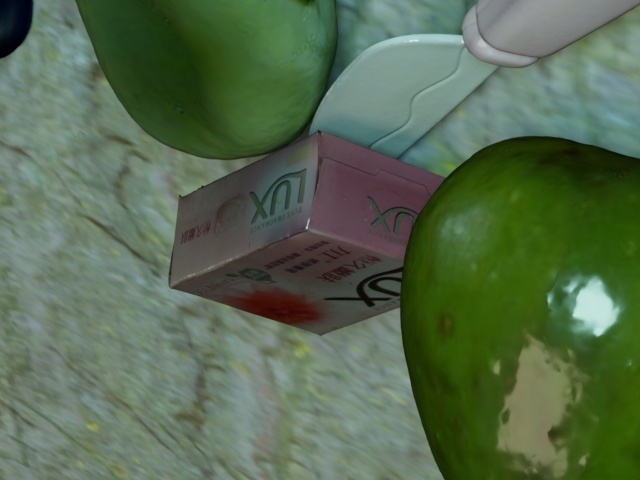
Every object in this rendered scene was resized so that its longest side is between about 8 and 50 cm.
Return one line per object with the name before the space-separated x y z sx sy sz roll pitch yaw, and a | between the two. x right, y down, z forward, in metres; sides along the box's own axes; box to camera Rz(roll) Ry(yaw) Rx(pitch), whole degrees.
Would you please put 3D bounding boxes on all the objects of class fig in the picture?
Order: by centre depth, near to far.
fig | 0.121 0.052 0.872 0.181 0.191 0.181 14 167 3

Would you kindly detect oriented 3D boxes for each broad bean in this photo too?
broad bean | -0.059 -0.131 0.940 0.169 0.100 0.228 44 154 7

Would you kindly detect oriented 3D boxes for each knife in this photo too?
knife | 0.060 -0.082 0.881 0.081 0.043 0.336 10 154 -24

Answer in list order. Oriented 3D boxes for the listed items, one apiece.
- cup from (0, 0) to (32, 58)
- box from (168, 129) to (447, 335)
cup | -0.324 -0.149 1.042 0.178 0.256 0.255 19 136 32
box | 0.000 0.000 0.993 0.111 0.060 0.156 17 158 -29
